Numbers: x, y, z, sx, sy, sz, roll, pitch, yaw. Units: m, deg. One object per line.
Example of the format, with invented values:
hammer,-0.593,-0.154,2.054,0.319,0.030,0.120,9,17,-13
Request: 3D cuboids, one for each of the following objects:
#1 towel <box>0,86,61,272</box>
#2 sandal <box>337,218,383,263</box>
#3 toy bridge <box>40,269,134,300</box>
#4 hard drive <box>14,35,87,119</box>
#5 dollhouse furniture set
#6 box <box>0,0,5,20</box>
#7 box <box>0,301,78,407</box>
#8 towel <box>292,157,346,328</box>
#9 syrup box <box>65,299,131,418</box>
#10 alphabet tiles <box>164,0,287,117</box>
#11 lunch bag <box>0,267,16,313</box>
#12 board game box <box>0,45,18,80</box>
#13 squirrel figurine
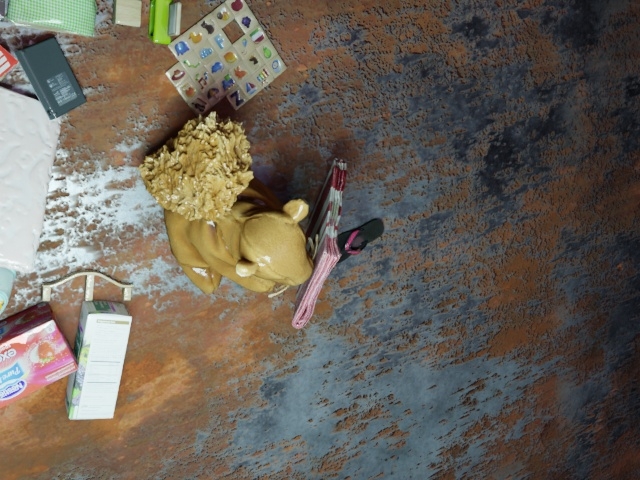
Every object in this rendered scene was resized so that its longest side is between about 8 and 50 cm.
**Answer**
towel,-0.637,-0.132,1.145,0.316,0.053,0.332,16,68,-37
sandal,0.095,0.001,1.680,0.179,0.040,0.067,-31,116,-18
toy bridge,-0.494,0.096,1.396,0.188,0.026,0.063,2,102,-29
hard drive,-0.512,-0.311,1.247,0.094,0.022,0.135,-53,130,-50
dollhouse furniture set,-0.412,-0.481,1.207,0.301,0.151,0.198,0,104,-28
box,-0.601,-0.442,1.174,0.062,0.052,0.083,2,104,-29
box,-0.637,0.245,1.304,0.256,0.122,0.128,-26,115,-20
towel,0.000,0.000,1.433,0.037,0.329,0.237,17,132,-9
syrup box,-0.481,0.256,1.409,0.096,0.093,0.237,7,100,-29
alphabet tiles,-0.212,-0.388,1.425,0.237,0.009,0.198,-42,119,-12
lunch bag,-0.723,0.080,1.181,0.279,0.108,0.224,28,127,-29
board game box,-0.646,-0.299,1.122,0.146,0.045,0.194,43,49,-21
squirrel figurine,-0.185,-0.051,1.321,0.281,0.370,0.397,-42,119,-12
